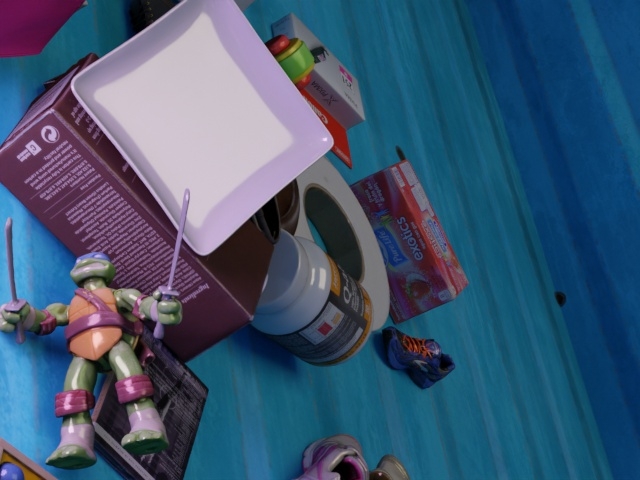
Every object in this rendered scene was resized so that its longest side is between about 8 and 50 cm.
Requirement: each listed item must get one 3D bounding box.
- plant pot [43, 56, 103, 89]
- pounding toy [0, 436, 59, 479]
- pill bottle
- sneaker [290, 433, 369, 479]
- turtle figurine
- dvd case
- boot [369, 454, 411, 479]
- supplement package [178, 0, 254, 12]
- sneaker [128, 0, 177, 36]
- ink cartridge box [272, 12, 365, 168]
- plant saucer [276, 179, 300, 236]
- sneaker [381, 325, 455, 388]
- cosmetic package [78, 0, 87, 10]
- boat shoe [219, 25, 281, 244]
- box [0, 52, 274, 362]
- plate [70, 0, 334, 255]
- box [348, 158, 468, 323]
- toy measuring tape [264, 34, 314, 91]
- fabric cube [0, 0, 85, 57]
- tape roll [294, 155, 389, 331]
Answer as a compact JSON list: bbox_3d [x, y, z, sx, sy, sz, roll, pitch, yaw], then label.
[{"bbox_3d":[-0.256,-0.187,1.790,0.188,0.187,0.167,-54,131,-65],"label":"plant pot"},{"bbox_3d":[-0.306,0.291,1.244,0.130,0.100,0.141,47,27,-34],"label":"pounding toy"},{"bbox_3d":[-0.034,0.088,1.949,0.278,0.162,0.162,43,29,-58],"label":"pill bottle"},{"bbox_3d":[0.030,0.363,1.898,0.103,0.111,0.252,61,22,-7],"label":"sneaker"},{"bbox_3d":[-0.264,0.110,1.421,0.198,0.275,0.266,1,65,-28],"label":"turtle figurine"},{"bbox_3d":[-0.220,0.223,1.602,0.164,0.018,0.221,52,29,-28],"label":"dvd case"},{"bbox_3d":[0.121,0.468,2.034,0.165,0.077,0.213,-12,91,-79],"label":"boot"},{"bbox_3d":[-0.230,-0.525,2.146,0.175,0.177,0.293,51,13,30],"label":"supplement package"},{"bbox_3d":[-0.285,-0.335,2.030,0.118,0.083,0.222,42,31,-5],"label":"sneaker"},{"bbox_3d":[0.004,-0.319,2.655,0.275,0.060,0.239,40,31,-45],"label":"ink cartridge box"},{"bbox_3d":[-0.141,-0.117,2.027,0.310,0.050,0.310,30,40,-30],"label":"plant saucer"},{"bbox_3d":[0.192,0.218,2.448,0.221,0.087,0.083,36,34,-50],"label":"sneaker"},{"bbox_3d":[-0.431,-0.365,1.705,0.117,0.085,0.231,66,20,6],"label":"cosmetic package"},{"bbox_3d":[-0.109,-0.151,1.770,0.132,0.130,0.355,-59,149,-62],"label":"boat shoe"},{"bbox_3d":[-0.241,-0.043,1.653,0.381,0.143,0.191,47,26,-18],"label":"box"},{"bbox_3d":[-0.153,-0.159,1.617,0.278,0.045,0.277,-43,103,-32],"label":"plate"},{"bbox_3d":[0.169,-0.001,2.560,0.300,0.142,0.154,63,22,-2],"label":"box"},{"bbox_3d":[-0.079,-0.317,2.392,0.121,0.121,0.330,56,24,-19],"label":"toy measuring tape"},{"bbox_3d":[-0.413,-0.380,1.430,0.254,0.258,0.259,-11,75,-43],"label":"fabric cube"},{"bbox_3d":[0.000,0.000,2.281,0.392,0.072,0.392,48,27,-33],"label":"tape roll"}]
